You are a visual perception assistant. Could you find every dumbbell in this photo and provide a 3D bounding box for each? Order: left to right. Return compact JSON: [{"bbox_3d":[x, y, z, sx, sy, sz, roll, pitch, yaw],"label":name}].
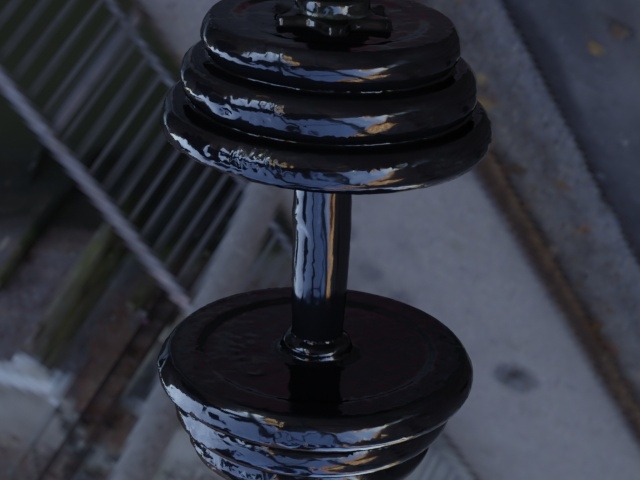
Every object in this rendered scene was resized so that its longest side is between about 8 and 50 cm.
[{"bbox_3d":[0.000,0.000,0.489,0.099,0.099,0.208,15,116,28],"label":"dumbbell"}]
